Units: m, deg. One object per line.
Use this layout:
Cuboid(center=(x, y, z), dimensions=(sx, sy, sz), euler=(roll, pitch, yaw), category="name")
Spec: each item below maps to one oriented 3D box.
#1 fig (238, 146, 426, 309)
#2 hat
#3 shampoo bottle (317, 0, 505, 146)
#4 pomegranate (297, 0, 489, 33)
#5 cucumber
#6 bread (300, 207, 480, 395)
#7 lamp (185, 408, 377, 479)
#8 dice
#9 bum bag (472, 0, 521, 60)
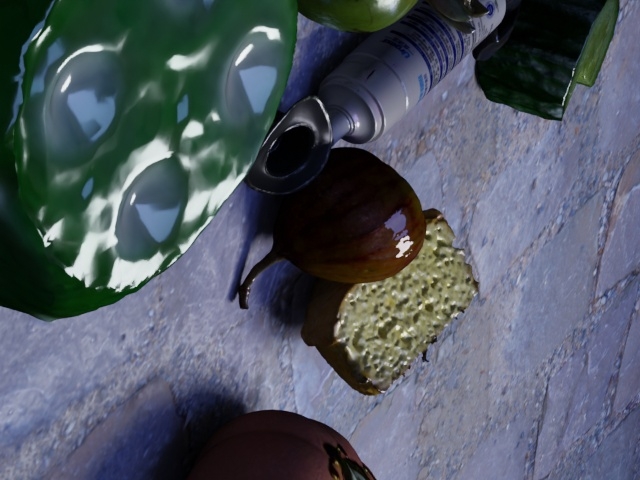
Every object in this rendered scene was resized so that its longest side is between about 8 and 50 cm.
Cuboid(center=(0.014, -0.024, 1.829), dimensions=(0.149, 0.202, 0.148), euler=(-76, 162, -53), category="fig")
Cuboid(center=(-0.039, -0.102, 1.738), dimensions=(0.121, 0.050, 0.121), euler=(-30, 144, -24), category="hat")
Cuboid(center=(0.087, -0.192, 1.862), dimensions=(0.303, 0.092, 0.092), euler=(-46, 147, -35), category="shampoo bottle")
Cuboid(center=(0.061, -0.271, 1.605), dimensions=(0.187, 0.225, 0.187), euler=(-56, 166, -22), category="pomegranate")
Cuboid(center=(0.292, -0.258, 2.158), dimensions=(0.191, 0.130, 0.191), euler=(-51, 156, -33), category="cucumber")
Cuboid(center=(0.066, 0.079, 1.969), dimensions=(0.229, 0.139, 0.143), euler=(-42, 101, -35), category="bread")
Cuboid(center=(-0.047, 0.338, 1.877), dimensions=(0.305, 0.239, 0.305), euler=(57, 19, -32), category="lamp")
Cuboid(center=(-0.207, -0.146, 1.153), dimensions=(0.300, 0.287, 0.297), euler=(-54, 148, -21), category="dice")
Cuboid(center=(0.243, -0.355, 2.029), dimensions=(0.137, 0.074, 0.310), euler=(-134, -111, -87), category="bum bag")
